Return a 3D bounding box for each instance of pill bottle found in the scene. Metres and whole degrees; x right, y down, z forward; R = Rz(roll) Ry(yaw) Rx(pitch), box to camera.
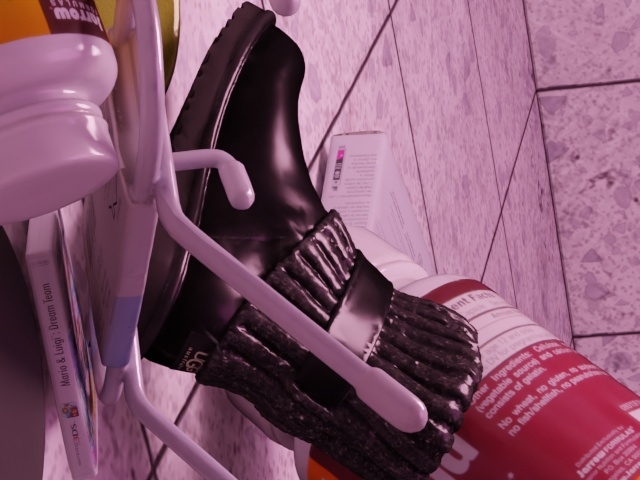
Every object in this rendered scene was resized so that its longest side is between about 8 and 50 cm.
[{"bbox_3d":[-0.175,-0.120,0.941,0.215,0.117,0.117,68,12,11],"label":"pill bottle"},{"bbox_3d":[0.122,0.167,1.480,0.224,0.392,0.224,-36,147,-29],"label":"pill bottle"}]

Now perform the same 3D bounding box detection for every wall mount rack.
[{"bbox_3d":[-0.053,0.019,1.039,0.350,0.130,0.304,107,-24,-56],"label":"wall mount rack"}]

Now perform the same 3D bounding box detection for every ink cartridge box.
[{"bbox_3d":[0.056,0.115,1.914,0.324,0.071,0.330,68,26,-49],"label":"ink cartridge box"}]

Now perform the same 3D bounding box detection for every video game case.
[{"bbox_3d":[-0.158,0.052,1.152,0.157,0.019,0.143,-115,-165,-73],"label":"video game case"}]

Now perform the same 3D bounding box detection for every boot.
[{"bbox_3d":[-0.002,0.003,1.356,0.131,0.260,0.348,124,-14,-50],"label":"boot"}]

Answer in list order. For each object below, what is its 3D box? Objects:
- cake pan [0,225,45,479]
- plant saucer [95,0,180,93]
[{"bbox_3d":[-0.216,0.084,0.962,0.293,0.054,0.293,-5,90,-75],"label":"cake pan"},{"bbox_3d":[-0.146,-0.187,1.325,0.241,0.037,0.241,-5,90,-74],"label":"plant saucer"}]
